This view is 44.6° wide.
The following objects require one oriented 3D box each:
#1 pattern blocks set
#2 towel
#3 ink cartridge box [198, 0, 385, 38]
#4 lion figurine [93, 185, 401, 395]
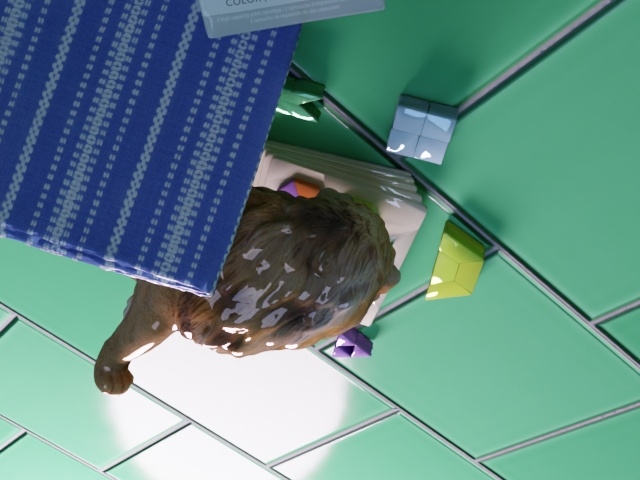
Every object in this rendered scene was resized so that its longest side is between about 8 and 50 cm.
[{"bbox_3d":[0.000,0.000,0.691,0.285,0.026,0.325,7,135,9],"label":"pattern blocks set"},{"bbox_3d":[-0.193,-0.121,0.518,0.336,0.243,0.040,18,178,-1],"label":"towel"},{"bbox_3d":[-0.030,-0.223,0.418,0.109,0.062,0.209,-10,129,-2],"label":"ink cartridge box"},{"bbox_3d":[-0.144,-0.040,0.594,0.392,0.142,0.240,43,120,-9],"label":"lion figurine"}]
